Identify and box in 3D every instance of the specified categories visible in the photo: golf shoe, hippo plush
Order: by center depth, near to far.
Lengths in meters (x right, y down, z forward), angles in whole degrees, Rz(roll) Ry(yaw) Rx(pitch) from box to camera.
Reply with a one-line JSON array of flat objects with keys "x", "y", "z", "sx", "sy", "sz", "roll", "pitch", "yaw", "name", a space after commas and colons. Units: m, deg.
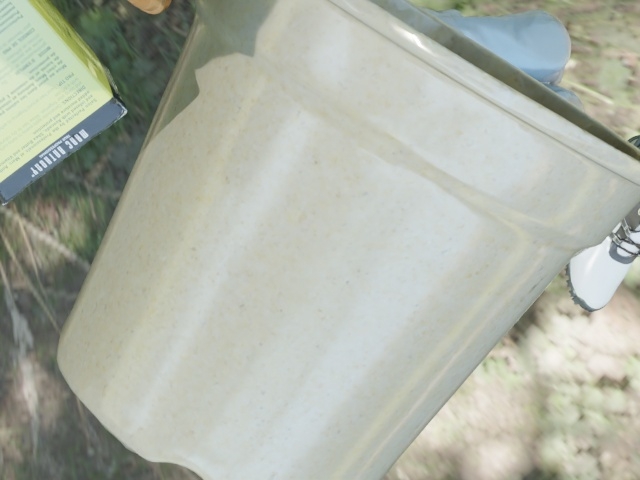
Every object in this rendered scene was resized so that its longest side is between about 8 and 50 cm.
[{"x": 0.086, "y": -0.108, "z": 1.726, "sx": 0.294, "sy": 0.236, "sz": 0.234, "roll": 13, "pitch": 70, "yaw": -21, "name": "hippo plush"}, {"x": 0.325, "y": -0.014, "z": 1.871, "sx": 0.077, "sy": 0.094, "sz": 0.198, "roll": 21, "pitch": 91, "yaw": -31, "name": "golf shoe"}]

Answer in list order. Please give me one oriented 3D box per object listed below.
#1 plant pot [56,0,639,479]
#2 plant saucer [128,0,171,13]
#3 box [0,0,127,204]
[{"x": 0.000, "y": 0.000, "z": 1.121, "sx": 0.333, "sy": 0.334, "sz": 0.305, "roll": 29, "pitch": 100, "yaw": -17, "name": "plant pot"}, {"x": -0.139, "y": -0.203, "z": 1.302, "sx": 0.013, "sy": 0.083, "sz": 0.083, "roll": -35, "pitch": 109, "yaw": -24, "name": "plant saucer"}, {"x": -0.200, "y": -0.127, "z": 0.885, "sx": 0.087, "sy": 0.058, "sz": 0.232, "roll": -37, "pitch": 126, "yaw": 5, "name": "box"}]
